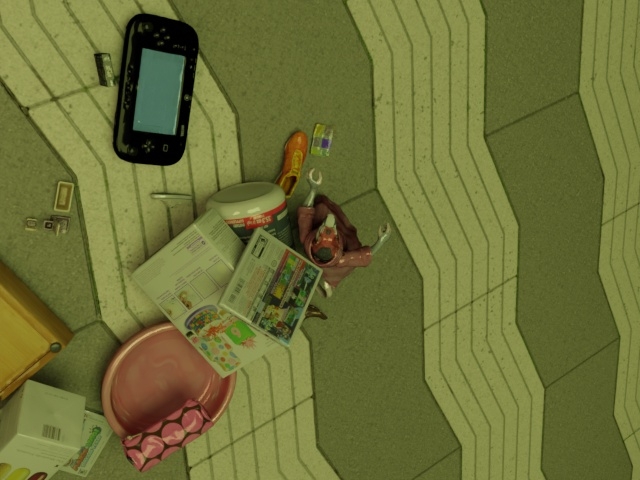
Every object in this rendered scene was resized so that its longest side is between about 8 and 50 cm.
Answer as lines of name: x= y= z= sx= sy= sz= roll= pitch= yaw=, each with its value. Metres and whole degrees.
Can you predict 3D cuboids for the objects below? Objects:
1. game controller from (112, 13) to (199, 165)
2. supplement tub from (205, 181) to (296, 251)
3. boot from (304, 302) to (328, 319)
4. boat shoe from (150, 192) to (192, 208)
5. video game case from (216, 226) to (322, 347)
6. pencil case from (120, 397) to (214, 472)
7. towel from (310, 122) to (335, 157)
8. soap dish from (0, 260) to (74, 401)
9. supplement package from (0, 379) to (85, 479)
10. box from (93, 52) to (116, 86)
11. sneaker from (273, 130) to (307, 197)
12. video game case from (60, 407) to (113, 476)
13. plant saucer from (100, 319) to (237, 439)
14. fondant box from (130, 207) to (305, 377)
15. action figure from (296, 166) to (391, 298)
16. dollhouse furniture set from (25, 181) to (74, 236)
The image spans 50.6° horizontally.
game controller: x=-0.359 y=-0.324 z=1.481 sx=0.167 sy=0.067 sz=0.319 roll=3 pitch=103 yaw=-31
supplement tub: x=-0.157 y=0.011 z=1.620 sx=0.191 sy=0.191 sz=0.272 roll=-20 pitch=113 yaw=-24
boot: x=-0.048 y=0.225 z=1.835 sx=0.106 sy=0.037 sz=0.114 roll=37 pitch=81 yaw=-19
boat shoe: x=-0.347 y=-0.092 z=1.574 sx=0.100 sy=0.035 sz=0.035 roll=1 pitch=101 yaw=-37
video game case: x=-0.104 y=0.100 z=1.456 sx=0.183 sy=0.023 sz=0.201 roll=35 pitch=59 yaw=-19
pencil case: x=-0.361 y=0.453 z=1.595 sx=0.209 sy=0.095 sz=0.098 roll=-31 pitch=101 yaw=-21
towel: x=0.005 y=-0.259 z=1.743 sx=0.060 sy=0.009 sz=0.083 roll=9 pitch=99 yaw=-32
soap dish: x=-0.691 y=0.189 z=1.405 sx=0.229 sy=0.118 sz=0.290 roll=-41 pitch=121 yaw=-14
supplement package: x=-0.627 y=0.432 z=1.442 sx=0.139 sy=0.133 sz=0.244 roll=28 pitch=121 yaw=-32
box: x=-0.449 y=-0.355 z=1.408 sx=0.018 sy=0.083 sz=0.067 roll=-15 pitch=111 yaw=-25
sneaker: x=-0.064 y=-0.186 z=1.691 sx=0.064 sy=0.067 sz=0.175 roll=13 pitch=96 yaw=-31
video game case: x=-0.583 y=0.474 z=1.609 sx=0.143 sy=0.019 sz=0.157 roll=32 pitch=87 yaw=-33
plant saucer: x=-0.372 y=0.343 z=1.656 sx=0.332 sy=0.084 sz=0.332 roll=-8 pitch=108 yaw=-27
fondant box: x=-0.232 y=0.125 z=1.532 sx=0.238 sy=0.096 sz=0.330 roll=-34 pitch=100 yaw=30
action figure: x=0.000 y=0.000 z=1.627 sx=0.248 sy=0.370 sz=0.275 roll=40 pitch=98 yaw=1
dollhouse furniture set: x=-0.563 y=-0.067 z=1.427 sx=0.091 sy=0.081 sz=0.114 roll=8 pitch=100 yaw=-32
